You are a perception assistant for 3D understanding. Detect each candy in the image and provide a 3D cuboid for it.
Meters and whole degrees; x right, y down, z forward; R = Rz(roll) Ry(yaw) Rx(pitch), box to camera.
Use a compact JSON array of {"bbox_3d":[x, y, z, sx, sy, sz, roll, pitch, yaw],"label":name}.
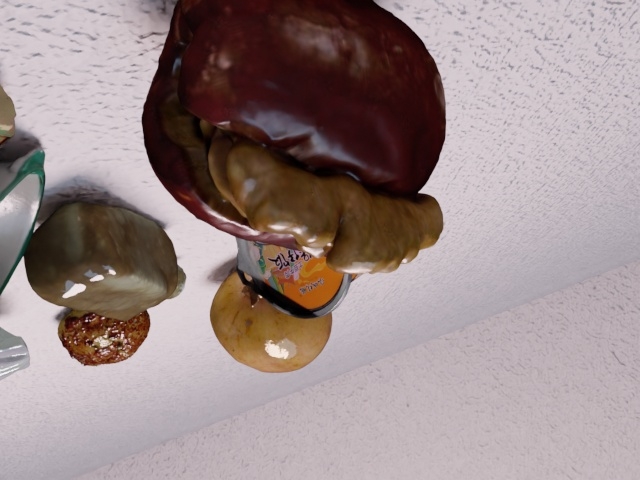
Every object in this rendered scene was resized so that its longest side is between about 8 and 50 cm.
[{"bbox_3d":[-0.244,0.026,0.996,0.104,0.102,0.234,-24,164,7],"label":"candy"}]

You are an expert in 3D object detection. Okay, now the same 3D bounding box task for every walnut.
[{"bbox_3d":[-0.016,-0.077,0.691,0.269,0.244,0.221,5,151,-46],"label":"walnut"}]

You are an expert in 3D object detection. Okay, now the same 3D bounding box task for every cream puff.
[{"bbox_3d":[-0.326,0.143,1.312,0.149,0.084,0.149,-20,162,-7],"label":"cream puff"}]

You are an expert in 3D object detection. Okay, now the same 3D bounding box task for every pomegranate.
[{"bbox_3d":[-0.078,0.118,1.349,0.191,0.191,0.191,-18,163,-6],"label":"pomegranate"}]

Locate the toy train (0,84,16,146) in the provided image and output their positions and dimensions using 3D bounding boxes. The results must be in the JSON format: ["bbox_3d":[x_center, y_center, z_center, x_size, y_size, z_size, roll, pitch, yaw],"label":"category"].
[{"bbox_3d":[-0.310,-0.080,0.684,0.138,0.050,0.087,-28,165,27],"label":"toy train"}]

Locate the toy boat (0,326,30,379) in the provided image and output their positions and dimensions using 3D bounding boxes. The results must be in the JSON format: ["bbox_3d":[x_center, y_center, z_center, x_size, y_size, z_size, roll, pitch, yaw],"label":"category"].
[{"bbox_3d":[-0.529,0.163,1.115,0.290,0.100,0.199,-13,163,-19],"label":"toy boat"}]

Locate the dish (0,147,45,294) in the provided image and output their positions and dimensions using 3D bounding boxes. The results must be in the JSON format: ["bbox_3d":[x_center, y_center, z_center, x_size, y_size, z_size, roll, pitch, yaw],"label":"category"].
[{"bbox_3d":[-0.331,0.007,0.772,0.224,0.078,0.246,-62,-174,8],"label":"dish"}]

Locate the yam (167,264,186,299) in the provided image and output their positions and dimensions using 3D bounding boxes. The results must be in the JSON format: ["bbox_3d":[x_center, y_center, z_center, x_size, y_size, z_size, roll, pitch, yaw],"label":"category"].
[{"bbox_3d":[-0.253,0.061,1.193,0.132,0.054,0.054,-3,157,-42],"label":"yam"}]

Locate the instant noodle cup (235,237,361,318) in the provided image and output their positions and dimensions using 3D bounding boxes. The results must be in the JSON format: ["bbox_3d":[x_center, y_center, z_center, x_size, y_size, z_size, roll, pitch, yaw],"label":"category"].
[{"bbox_3d":[0.000,0.000,1.117,0.208,0.178,0.125,-5,-169,39],"label":"instant noodle cup"}]
